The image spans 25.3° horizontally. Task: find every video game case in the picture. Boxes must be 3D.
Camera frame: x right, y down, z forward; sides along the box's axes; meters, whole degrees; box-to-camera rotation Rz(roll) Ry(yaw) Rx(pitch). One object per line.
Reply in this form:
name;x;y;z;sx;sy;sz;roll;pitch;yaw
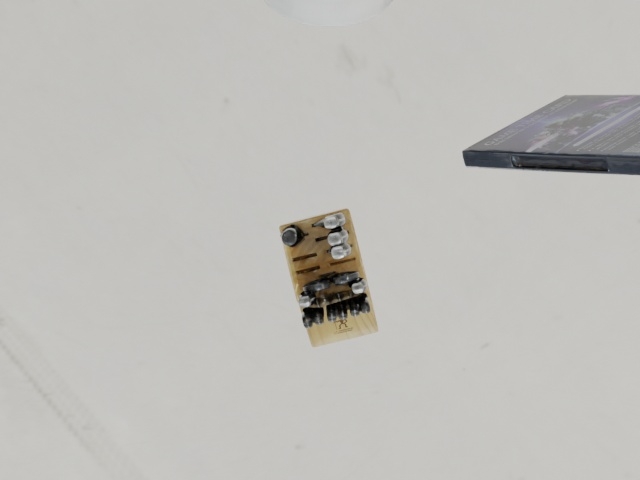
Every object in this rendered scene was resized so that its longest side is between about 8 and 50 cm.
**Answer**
video game case;0.319;-0.119;1.562;0.196;0.274;0.026;-29;111;-36

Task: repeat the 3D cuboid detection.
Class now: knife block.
knife block;0.000;0.000;1.713;0.088;0.242;0.275;-13;46;1

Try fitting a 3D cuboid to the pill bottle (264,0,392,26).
pill bottle;0.009;-0.329;1.129;0.176;0.318;0.176;1;50;-1
